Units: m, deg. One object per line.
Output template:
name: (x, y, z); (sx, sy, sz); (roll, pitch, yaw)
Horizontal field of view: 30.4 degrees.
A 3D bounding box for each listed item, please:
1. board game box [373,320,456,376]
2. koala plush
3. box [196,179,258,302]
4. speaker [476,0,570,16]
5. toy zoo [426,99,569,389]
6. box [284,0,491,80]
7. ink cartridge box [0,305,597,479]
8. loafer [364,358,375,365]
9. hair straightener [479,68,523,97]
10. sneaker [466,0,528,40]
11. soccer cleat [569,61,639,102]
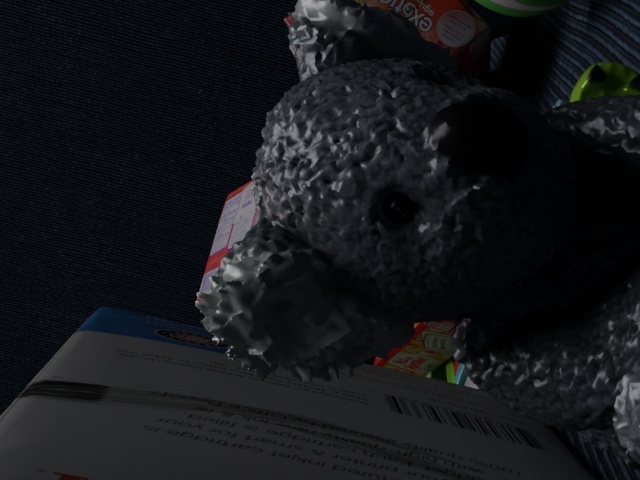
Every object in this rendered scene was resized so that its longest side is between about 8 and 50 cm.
board game box: (0.094, 0.016, 0.893); (0.193, 0.045, 0.146); (116, 168, -71)
koala plush: (0.072, -0.005, 0.471); (0.203, 0.221, 0.196); (117, 166, -73)
box: (0.000, 0.000, 1.318); (0.300, 0.142, 0.154); (-26, 45, 55)
speaker: (0.167, -0.255, 0.745); (0.296, 0.131, 0.131); (118, 165, -73)
toy zoo: (0.132, 0.038, 0.838); (0.192, 0.030, 0.293); (-84, 10, -65)
box: (0.068, -0.155, 1.062); (0.128, 0.122, 0.257); (-39, -12, 0)
ink cartridge box: (-0.011, 0.165, 0.550); (0.395, 0.286, 0.166); (-113, 36, -84)
loafer: (0.039, 0.171, 1.399); (0.109, 0.095, 0.302); (67, -151, -42)
hair straightener: (0.090, -0.052, 1.048); (0.230, 0.047, 0.089); (-39, 26, 31)
sneaker: (0.164, -0.351, 1.110); (0.139, 0.125, 0.340); (173, 112, -85)
soccer cleat: (0.150, -0.018, 0.673); (0.072, 0.060, 0.179); (89, -160, -69)
